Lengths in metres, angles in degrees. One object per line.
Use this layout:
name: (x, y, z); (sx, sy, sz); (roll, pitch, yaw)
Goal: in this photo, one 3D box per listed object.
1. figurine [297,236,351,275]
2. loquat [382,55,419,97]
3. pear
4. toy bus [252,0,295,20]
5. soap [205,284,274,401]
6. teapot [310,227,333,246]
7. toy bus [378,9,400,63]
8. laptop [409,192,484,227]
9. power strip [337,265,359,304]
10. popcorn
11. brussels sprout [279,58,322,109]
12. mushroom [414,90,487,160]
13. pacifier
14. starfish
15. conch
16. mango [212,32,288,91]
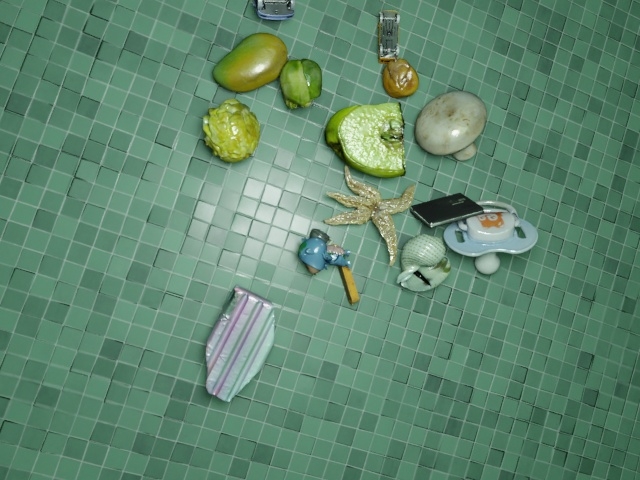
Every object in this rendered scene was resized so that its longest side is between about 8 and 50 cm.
figurine: (0.008, 0.064, 1.396); (0.178, 0.114, 0.145); (9, 126, -19)
loquat: (0.271, -0.551, 1.471); (0.112, 0.137, 0.137); (-32, 94, -5)
pear: (0.144, -0.314, 1.428); (0.255, 0.164, 0.239); (-6, 93, -7)
toy bus: (-0.165, -0.841, 1.400); (0.125, 0.133, 0.293); (-7, 87, -15)
soap: (-0.257, 0.326, 1.364); (0.192, 0.109, 0.324); (27, 83, -8)
teapot: (0.000, 0.000, 1.447); (0.087, 0.066, 0.057); (22, 105, -31)
toy bus: (0.232, -0.699, 1.495); (0.069, 0.074, 0.162); (1, 90, -3)
laptop: (0.430, -0.106, 1.482); (0.206, 0.154, 0.026); (-16, 120, -10)
power strip: (0.090, 0.128, 1.460); (0.028, 0.049, 0.178); (-18, 92, -16)
popcorn: (-0.287, -0.346, 1.356); (0.212, 0.198, 0.198); (26, 84, 18)
brussels sprout: (-0.061, -0.502, 1.380); (0.131, 0.183, 0.146); (-22, 113, -14)
mushroom: (0.450, -0.372, 1.476); (0.243, 0.243, 0.244); (0, 88, -10)
pacifier: (0.578, 0.010, 1.499); (0.299, 0.244, 0.233); (-3, 122, 11)
starfish: (0.147, -0.098, 1.461); (0.293, 0.084, 0.302); (19, 82, -5)
conch: (0.338, 0.067, 1.468); (0.199, 0.131, 0.172); (-36, 122, 18)
mango: (-0.221, -0.566, 1.391); (0.250, 0.114, 0.157); (-34, 98, -10)
